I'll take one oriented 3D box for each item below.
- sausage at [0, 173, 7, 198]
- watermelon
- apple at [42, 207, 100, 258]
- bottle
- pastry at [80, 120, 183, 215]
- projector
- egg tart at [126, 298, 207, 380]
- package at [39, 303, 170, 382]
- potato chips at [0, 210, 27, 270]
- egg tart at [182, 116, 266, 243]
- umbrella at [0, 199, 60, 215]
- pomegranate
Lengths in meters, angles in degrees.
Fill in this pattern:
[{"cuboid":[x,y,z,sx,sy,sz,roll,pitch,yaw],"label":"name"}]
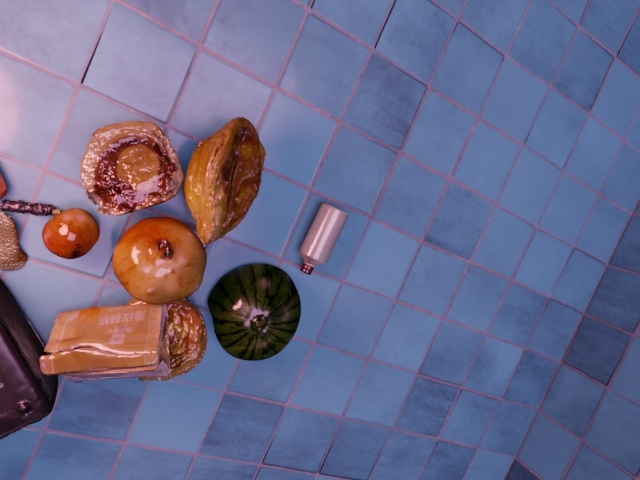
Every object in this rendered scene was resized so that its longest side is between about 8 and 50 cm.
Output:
[{"cuboid":[-0.872,-0.174,1.321,0.065,0.065,0.170,-25,111,-15],"label":"sausage"},{"cuboid":[-0.193,0.255,1.653,0.330,0.189,0.331,-7,111,-18],"label":"watermelon"},{"cuboid":[-0.682,-0.015,1.397,0.146,0.146,0.147,-6,105,-21],"label":"apple"},{"cuboid":[0.000,0.000,1.706,0.104,0.104,0.245,24,93,-26],"label":"bottle"},{"cuboid":[-0.519,-0.195,1.415,0.255,0.170,0.237,-19,89,-8],"label":"pastry"},{"cuboid":[-0.960,0.345,1.319,0.395,0.242,0.406,-24,111,-16],"label":"projector"},{"cuboid":[-0.495,0.293,1.568,0.296,0.132,0.297,0,90,-8],"label":"egg tart"},{"cuboid":[-0.597,0.299,1.425,0.310,0.165,0.222,-3,89,-1],"label":"package"},{"cuboid":[-0.875,-0.012,1.375,0.142,0.026,0.209,-39,117,5],"label":"potato chips"},{"cuboid":[-0.281,-0.185,1.475,0.152,0.339,0.352,18,126,13],"label":"egg tart"},{"cuboid":[-0.792,-0.088,1.391,0.143,0.040,0.037,6,67,-23],"label":"umbrella"},{"cuboid":[-0.452,0.059,1.442,0.264,0.264,0.265,-6,105,-21],"label":"pomegranate"}]
